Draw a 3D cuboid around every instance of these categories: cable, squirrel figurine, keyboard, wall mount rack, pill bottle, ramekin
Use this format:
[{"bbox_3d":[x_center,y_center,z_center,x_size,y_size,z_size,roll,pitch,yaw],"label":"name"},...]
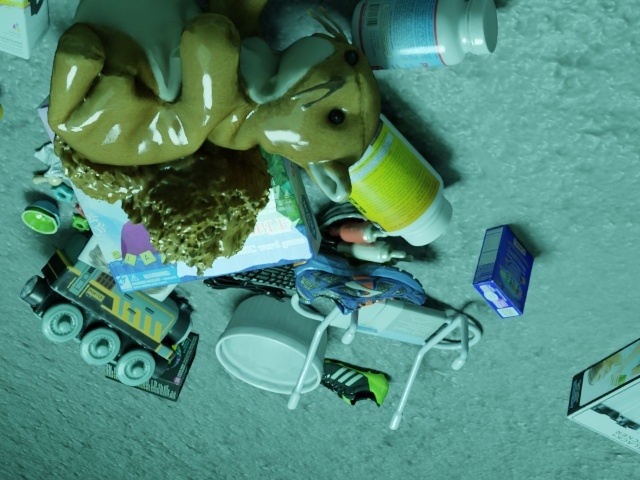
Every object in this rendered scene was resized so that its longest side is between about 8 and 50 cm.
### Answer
[{"bbox_3d":[0.000,0.000,1.576,0.287,0.072,0.139,-5,149,29],"label":"cable"},{"bbox_3d":[-0.127,-0.152,1.208,0.370,0.281,0.397,14,135,-11],"label":"squirrel figurine"},{"bbox_3d":[-0.071,0.065,1.646,0.317,0.033,0.201,16,155,-33],"label":"keyboard"},{"bbox_3d":[0.095,0.203,1.716,0.350,0.130,0.304,15,146,-14],"label":"wall mount rack"},{"bbox_3d":[0.091,-0.087,1.379,0.117,0.117,0.215,-18,131,41],"label":"pill bottle"},{"bbox_3d":[-0.084,0.190,1.853,0.207,0.109,0.207,13,146,9],"label":"ramekin"},{"bbox_3d":[0.124,-0.249,1.167,0.160,0.087,0.087,1,142,25],"label":"pill bottle"}]

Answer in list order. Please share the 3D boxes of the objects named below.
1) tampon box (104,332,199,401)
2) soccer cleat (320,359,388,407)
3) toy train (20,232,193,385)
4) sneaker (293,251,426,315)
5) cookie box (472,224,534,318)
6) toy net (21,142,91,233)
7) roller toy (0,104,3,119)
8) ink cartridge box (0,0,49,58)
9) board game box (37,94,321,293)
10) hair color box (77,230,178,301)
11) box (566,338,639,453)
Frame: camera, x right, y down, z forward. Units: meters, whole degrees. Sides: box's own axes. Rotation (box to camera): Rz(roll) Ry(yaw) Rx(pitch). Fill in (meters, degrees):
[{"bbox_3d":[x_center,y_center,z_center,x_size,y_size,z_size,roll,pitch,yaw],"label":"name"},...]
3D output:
[{"bbox_3d":[-0.349,0.240,2.038,0.161,0.120,0.101,20,147,-1],"label":"tampon box"},{"bbox_3d":[0.045,0.284,1.952,0.179,0.072,0.060,9,144,14],"label":"soccer cleat"},{"bbox_3d":[-0.394,0.134,1.862,0.334,0.190,0.142,38,180,-32],"label":"toy train"},{"bbox_3d":[0.059,0.078,1.550,0.221,0.087,0.083,11,171,-10],"label":"sneaker"},{"bbox_3d":[0.277,0.047,1.485,0.040,0.107,0.092,-14,133,40],"label":"cookie box"},{"bbox_3d":[-0.451,-0.080,1.713,0.122,0.045,0.232,22,145,-4],"label":"toy net"},{"bbox_3d":[-0.614,-0.224,1.504,0.209,0.146,0.191,-4,141,14],"label":"roller toy"},{"bbox_3d":[-0.441,-0.344,1.319,0.127,0.072,0.175,19,146,1],"label":"ink cartridge box"},{"bbox_3d":[-0.194,-0.092,1.408,0.319,0.066,0.318,-11,119,14],"label":"board game box"},{"bbox_3d":[-0.263,-0.036,1.631,0.174,0.105,0.347,29,145,-13],"label":"hair color box"},{"bbox_3d":[0.566,0.248,1.641,0.169,0.087,0.290,27,145,-11],"label":"box"}]
